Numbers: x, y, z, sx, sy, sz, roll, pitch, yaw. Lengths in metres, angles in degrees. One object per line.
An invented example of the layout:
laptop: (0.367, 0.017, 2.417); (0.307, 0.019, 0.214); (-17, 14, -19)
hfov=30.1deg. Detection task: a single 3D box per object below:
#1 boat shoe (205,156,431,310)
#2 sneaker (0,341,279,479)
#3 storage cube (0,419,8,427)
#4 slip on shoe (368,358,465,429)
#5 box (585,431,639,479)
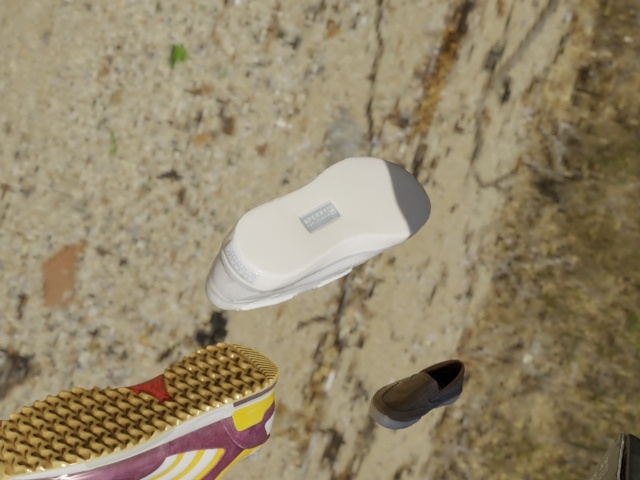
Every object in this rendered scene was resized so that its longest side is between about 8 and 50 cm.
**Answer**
boat shoe: (0.000, 0.000, 0.760); (0.184, 0.066, 0.063); (-32, 171, -47)
sneaker: (-0.102, 0.124, 0.679); (0.185, 0.069, 0.084); (-14, 123, -35)
storage cube: (-0.339, 0.275, 1.018); (0.215, 0.193, 0.183); (-34, 159, 7)
slip on shoe: (0.102, 0.154, 1.218); (0.135, 0.051, 0.041); (-9, 133, -44)
box: (0.160, 0.194, 0.494); (0.147, 0.180, 0.077); (-59, 176, 23)
